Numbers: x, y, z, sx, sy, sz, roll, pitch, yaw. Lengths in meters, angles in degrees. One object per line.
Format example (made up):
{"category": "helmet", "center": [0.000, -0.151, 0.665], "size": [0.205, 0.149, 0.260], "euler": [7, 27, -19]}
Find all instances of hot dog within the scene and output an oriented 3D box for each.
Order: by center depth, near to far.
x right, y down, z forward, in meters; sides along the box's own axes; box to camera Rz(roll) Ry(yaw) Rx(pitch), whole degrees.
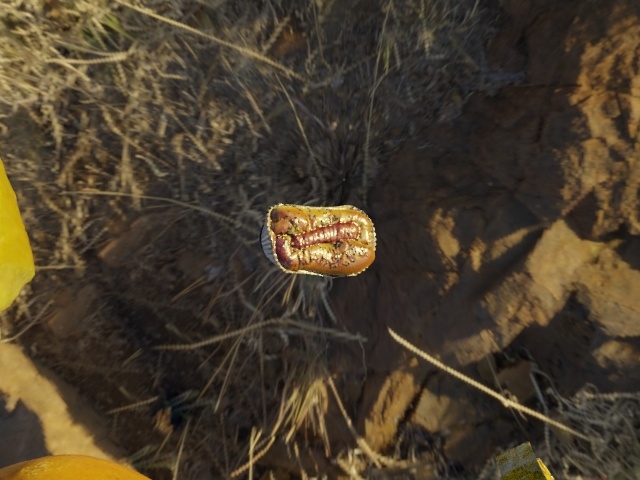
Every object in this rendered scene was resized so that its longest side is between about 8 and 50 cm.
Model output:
{"category": "hot dog", "center": [0.000, 0.000, 1.511], "size": [0.191, 0.059, 0.108], "euler": [1, 80, -32]}

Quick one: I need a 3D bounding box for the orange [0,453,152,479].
{"category": "orange", "center": [-0.136, 0.194, 0.558], "size": [0.158, 0.136, 0.159], "euler": [12, 132, 13]}

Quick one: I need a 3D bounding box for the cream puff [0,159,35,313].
{"category": "cream puff", "center": [-0.269, 0.002, 0.412], "size": [0.323, 0.274, 0.270], "euler": [26, 79, -23]}

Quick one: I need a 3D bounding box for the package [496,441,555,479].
{"category": "package", "center": [0.354, 0.409, 1.734], "size": [0.071, 0.047, 0.131], "euler": [-29, 105, 18]}
